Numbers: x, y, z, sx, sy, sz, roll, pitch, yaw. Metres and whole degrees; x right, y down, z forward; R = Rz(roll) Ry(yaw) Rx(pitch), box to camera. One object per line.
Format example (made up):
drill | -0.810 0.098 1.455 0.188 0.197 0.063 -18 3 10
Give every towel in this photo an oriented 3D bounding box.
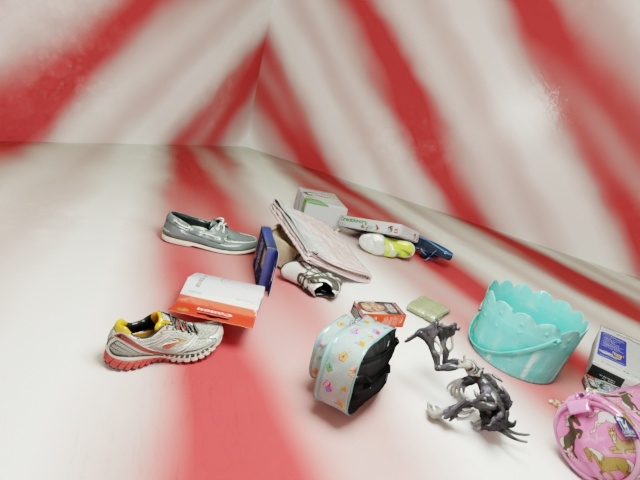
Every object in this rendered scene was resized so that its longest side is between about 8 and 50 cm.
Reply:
towel | 0.347 0.217 1.295 0.110 0.027 0.148 26 21 31
towel | 0.000 0.000 1.400 0.317 0.053 0.332 25 20 -43

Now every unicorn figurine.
unicorn figurine | 0.030 -0.046 1.779 0.162 0.060 0.111 3 16 15

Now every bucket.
bucket | 0.569 0.249 1.129 0.281 0.183 0.281 13 18 -4

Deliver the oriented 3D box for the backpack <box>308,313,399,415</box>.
backpack | 0.059 0.239 0.792 0.145 0.165 0.188 20 15 20

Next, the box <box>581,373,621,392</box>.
box | 0.743 0.409 1.044 0.094 0.027 0.137 20 20 18

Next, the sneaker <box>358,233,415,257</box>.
sneaker | 0.278 0.027 1.735 0.240 0.091 0.126 15 0 0

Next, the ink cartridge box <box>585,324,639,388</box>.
ink cartridge box | 0.933 0.373 1.236 0.176 0.069 0.371 26 24 32

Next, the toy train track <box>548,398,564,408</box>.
toy train track | 0.596 0.402 0.974 0.083 0.014 0.048 19 19 11

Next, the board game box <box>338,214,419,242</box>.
board game box | 0.256 -0.051 1.782 0.305 0.053 0.193 12 -2 37

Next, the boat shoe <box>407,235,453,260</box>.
boat shoe | 0.487 0.046 1.813 0.109 0.089 0.258 20 9 -30

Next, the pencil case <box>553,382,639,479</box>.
pencil case | 0.665 0.384 0.837 0.386 0.167 0.160 5 21 -29

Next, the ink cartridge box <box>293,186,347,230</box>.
ink cartridge box | -0.007 -0.158 1.961 0.202 0.117 0.278 10 19 -15

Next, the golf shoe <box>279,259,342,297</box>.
golf shoe | -0.033 0.118 1.213 0.198 0.077 0.094 15 19 5

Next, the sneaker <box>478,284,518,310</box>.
sneaker | 0.646 0.211 1.438 0.235 0.094 0.090 -5 28 -42

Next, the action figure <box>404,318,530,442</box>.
action figure | 0.299 0.305 0.847 0.164 0.141 0.275 4 46 -52

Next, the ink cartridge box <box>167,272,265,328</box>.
ink cartridge box | -0.234 0.134 0.959 0.189 0.066 0.232 13 -1 -6

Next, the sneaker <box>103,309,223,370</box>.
sneaker | -0.294 0.186 0.790 0.225 0.092 0.088 0 22 -41

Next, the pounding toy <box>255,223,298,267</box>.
pounding toy | -0.092 0.039 1.385 0.206 0.094 0.181 35 19 5

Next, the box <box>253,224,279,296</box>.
box | -0.165 0.055 1.197 0.037 0.136 0.225 10 19 -18

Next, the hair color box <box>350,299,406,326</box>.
hair color box | 0.166 0.209 1.153 0.141 0.043 0.072 6 21 -23

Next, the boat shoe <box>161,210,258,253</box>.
boat shoe | -0.358 -0.028 1.346 0.320 0.099 0.116 10 19 -16
